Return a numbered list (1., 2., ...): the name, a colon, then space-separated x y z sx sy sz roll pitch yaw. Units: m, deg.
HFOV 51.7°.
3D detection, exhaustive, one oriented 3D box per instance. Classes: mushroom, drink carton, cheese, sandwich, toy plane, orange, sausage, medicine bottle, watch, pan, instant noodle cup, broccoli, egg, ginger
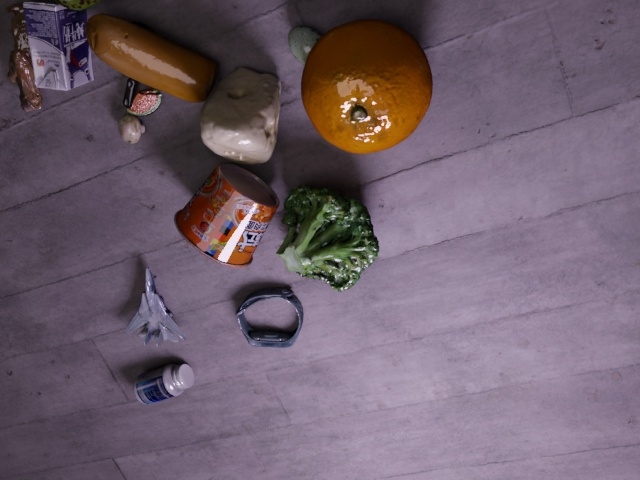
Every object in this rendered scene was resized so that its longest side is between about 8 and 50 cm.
1. mushroom: -0.527 -0.312 1.839 0.083 0.067 0.084 16 112 46
2. drink carton: -0.687 -0.519 1.742 0.101 0.134 0.223 8 117 10
3. cheese: -0.201 -0.278 1.677 0.173 0.248 0.252 15 124 9
4. sandwich: -0.477 -0.378 1.801 0.069 0.026 0.101 22 121 -34
5. toy plane: -0.525 0.201 2.082 0.212 0.088 0.268 4 108 12
6. orange: 0.105 -0.351 1.525 0.311 0.312 0.312 6 117 12
7. sausage: -0.442 -0.467 1.688 0.353 0.116 0.134 21 128 -8
8. medicine bottle: -0.518 0.473 2.192 0.191 0.107 0.107 -21 108 23
9. watch: -0.155 0.233 2.007 0.206 0.068 0.193 3 113 9
10. pan: -0.497 -0.470 1.775 0.136 0.028 0.235 23 116 4
11. instant noodle cup: -0.241 -0.078 1.792 0.250 0.250 0.192 35 109 -4
12. broccoli: 0.000 0.000 1.747 0.307 0.275 0.308 24 132 30
13. egg: -0.033 -0.477 1.618 0.110 0.085 0.085 37 119 -1
14. ginger: -0.805 -0.503 1.822 0.122 0.084 0.290 7 115 -13

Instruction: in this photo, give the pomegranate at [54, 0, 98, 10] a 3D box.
1. pomegranate: -0.595 -0.674 1.576 0.254 0.271 0.254 -10 134 -10
